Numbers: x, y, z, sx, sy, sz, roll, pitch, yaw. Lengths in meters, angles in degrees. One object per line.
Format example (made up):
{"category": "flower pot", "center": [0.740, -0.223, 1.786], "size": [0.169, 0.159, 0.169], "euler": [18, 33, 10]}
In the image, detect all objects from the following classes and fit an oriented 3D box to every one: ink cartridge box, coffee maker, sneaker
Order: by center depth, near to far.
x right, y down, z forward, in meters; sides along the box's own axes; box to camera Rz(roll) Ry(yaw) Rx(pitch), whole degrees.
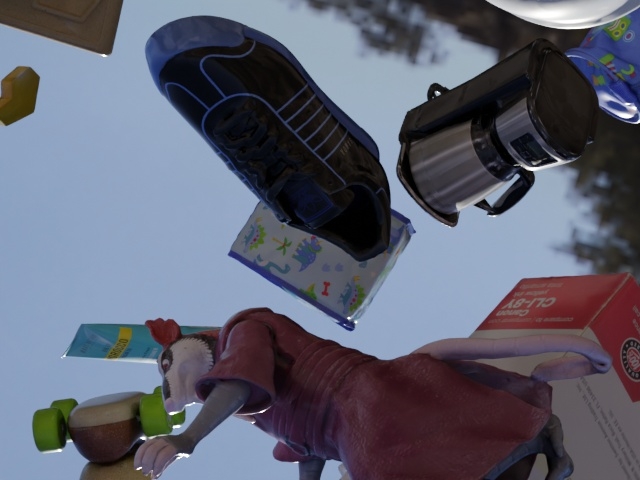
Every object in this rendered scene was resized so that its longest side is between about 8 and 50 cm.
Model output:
{"category": "sneaker", "center": [-0.027, -0.067, 1.317], "size": [0.232, 0.081, 0.090], "euler": [33, -148, -40]}
{"category": "ink cartridge box", "center": [0.196, 0.254, 1.806], "size": [0.160, 0.279, 0.385], "euler": [-2, -146, 49]}
{"category": "coffee maker", "center": [0.172, -0.123, 1.883], "size": [0.120, 0.178, 0.171], "euler": [22, -128, -42]}

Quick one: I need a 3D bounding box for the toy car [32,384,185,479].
{"category": "toy car", "center": [-0.232, 0.272, 2.204], "size": [0.155, 0.188, 0.149], "euler": [-8, -178, 7]}

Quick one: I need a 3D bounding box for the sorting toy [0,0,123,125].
{"category": "sorting toy", "center": [-0.261, -0.251, 1.777], "size": [0.041, 0.307, 0.229], "euler": [9, 176, 43]}

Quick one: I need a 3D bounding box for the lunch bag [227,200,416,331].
{"category": "lunch bag", "center": [0.000, 0.000, 1.927], "size": [0.151, 0.128, 0.096], "euler": [31, 175, 9]}

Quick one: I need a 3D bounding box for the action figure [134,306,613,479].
{"category": "action figure", "center": [0.015, 0.126, 1.572], "size": [0.370, 0.275, 0.248], "euler": [25, 172, 21]}

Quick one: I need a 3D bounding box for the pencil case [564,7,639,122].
{"category": "pencil case", "center": [0.421, -0.280, 2.232], "size": [0.119, 0.306, 0.133], "euler": [43, 176, -21]}

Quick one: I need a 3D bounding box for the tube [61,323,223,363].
{"category": "tube", "center": [-0.213, 0.128, 2.379], "size": [0.207, 0.080, 0.052], "euler": [5, -130, -27]}

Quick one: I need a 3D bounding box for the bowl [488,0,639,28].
{"category": "bowl", "center": [0.216, -0.347, 1.908], "size": [0.298, 0.297, 0.134], "euler": [24, -152, 25]}

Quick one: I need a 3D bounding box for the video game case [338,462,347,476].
{"category": "video game case", "center": [0.137, 0.263, 1.934], "size": [0.183, 0.201, 0.023], "euler": [-34, -171, -26]}
